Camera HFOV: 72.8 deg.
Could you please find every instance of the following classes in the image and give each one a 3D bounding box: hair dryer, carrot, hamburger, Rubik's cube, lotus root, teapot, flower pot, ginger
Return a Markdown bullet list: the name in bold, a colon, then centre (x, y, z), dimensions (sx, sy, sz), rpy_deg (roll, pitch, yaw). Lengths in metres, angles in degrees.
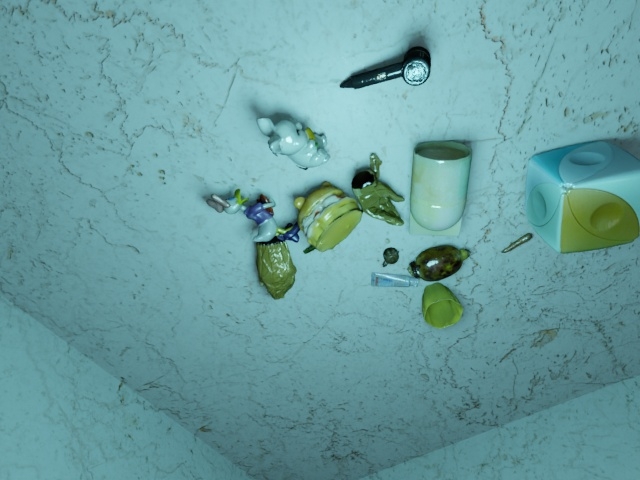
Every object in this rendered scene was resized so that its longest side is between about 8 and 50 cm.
- **hair dryer**: centre (0.235, -0.614, 1.626), dimensions (0.353, 0.189, 0.107), rpy_deg (-10, 121, 20)
- **carrot**: centre (0.956, 0.016, 2.117), dimensions (0.165, 0.035, 0.036), rpy_deg (-36, 117, 22)
- **hamburger**: centre (0.017, -0.113, 1.883), dimensions (0.236, 0.277, 0.276), rpy_deg (49, 117, 21)
- **Rubik's cube**: centre (1.091, -0.182, 1.810), dimensions (0.353, 0.351, 0.347), rpy_deg (-11, 122, 8)
- **lotus root**: centre (0.574, 0.108, 2.097), dimensions (0.315, 0.141, 0.169), rpy_deg (-21, 125, 10)
- **teapot**: centre (0.342, 0.086, 2.118), dimensions (0.076, 0.068, 0.121), rpy_deg (30, 116, -19)
- **flower pot**: centre (0.604, 0.319, 2.209), dimensions (0.196, 0.179, 0.195), rpy_deg (0, 121, -1)
- **ginger**: centre (0.235, -0.310, 1.882), dimensions (0.058, 0.044, 0.137), rpy_deg (10, 121, 13)

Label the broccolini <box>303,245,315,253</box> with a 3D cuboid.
- **broccolini**: centre (0.002, 0.017, 2.066), dimensions (0.091, 0.068, 0.203), rpy_deg (26, 121, -39)

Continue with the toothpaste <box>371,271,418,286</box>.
- **toothpaste**: centre (0.376, 0.205, 2.209), dimensions (0.235, 0.057, 0.089), rpy_deg (2, 120, 4)

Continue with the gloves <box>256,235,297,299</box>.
- **gloves**: centre (-0.217, 0.142, 2.084), dimensions (0.203, 0.155, 0.356), rpy_deg (-6, 126, 7)

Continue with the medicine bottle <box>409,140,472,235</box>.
- **medicine bottle**: centre (0.501, -0.195, 1.847), dimensions (0.236, 0.235, 0.405), rpy_deg (-3, 122, 0)

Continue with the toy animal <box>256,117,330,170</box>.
- **toy animal**: centre (-0.106, -0.384, 1.715), dimensions (0.326, 0.208, 0.154), rpy_deg (-7, 154, -46)

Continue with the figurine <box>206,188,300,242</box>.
- **figurine**: centre (-0.284, -0.102, 1.901), dimensions (0.421, 0.193, 0.154), rpy_deg (36, 158, -15)

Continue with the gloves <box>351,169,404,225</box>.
- **gloves**: centre (0.255, -0.174, 1.895), dimensions (0.141, 0.154, 0.331), rpy_deg (-4, 146, 41)
